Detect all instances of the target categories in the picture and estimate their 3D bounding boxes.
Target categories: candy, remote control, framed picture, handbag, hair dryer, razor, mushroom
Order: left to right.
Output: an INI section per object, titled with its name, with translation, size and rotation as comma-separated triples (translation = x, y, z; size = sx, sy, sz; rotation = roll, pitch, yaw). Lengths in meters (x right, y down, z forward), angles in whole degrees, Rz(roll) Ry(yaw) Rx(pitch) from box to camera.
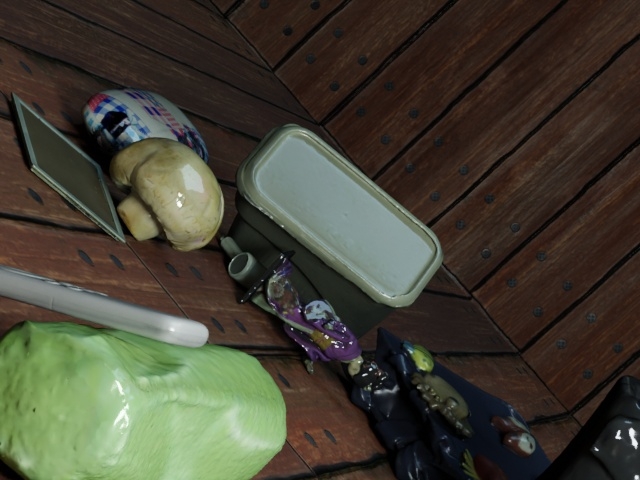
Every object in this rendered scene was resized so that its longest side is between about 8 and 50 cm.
[remote control]
translation = -0.206, 0.035, 1.357
size = 0.261, 0.029, 0.067
rotation = 14, -2, 23
[framed picture]
translation = -0.278, -0.079, 1.997
size = 0.142, 0.011, 0.183
rotation = 42, 11, -32
[candy]
translation = -0.140, 0.126, 1.389
size = 0.142, 0.132, 0.343
rotation = 58, 11, 16
[mushroom]
translation = -0.171, -0.051, 2.043
size = 0.148, 0.112, 0.148
rotation = 54, -1, 2
[hair dryer]
translation = -0.101, 0.026, 2.320
size = 0.063, 0.038, 0.124
rotation = 43, 3, -37
[handbag]
translation = 0.190, 0.275, 2.324
size = 0.329, 0.122, 0.303
rotation = 37, 13, -39
[razor]
translation = 0.236, 0.285, 1.831
size = 0.107, 0.327, 0.189
rotation = 41, 13, -1

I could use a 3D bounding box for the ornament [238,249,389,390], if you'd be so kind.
[ornament]
translation = -0.007, 0.115, 2.222
size = 0.203, 0.081, 0.088
rotation = 50, 10, 1

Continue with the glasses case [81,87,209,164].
[glasses case]
translation = -0.215, -0.131, 2.296
size = 0.125, 0.076, 0.327
rotation = 50, 9, 3

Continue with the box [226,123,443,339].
[box]
translation = 0.000, 0.000, 2.332
size = 0.274, 0.138, 0.178
rotation = 40, -32, 1
